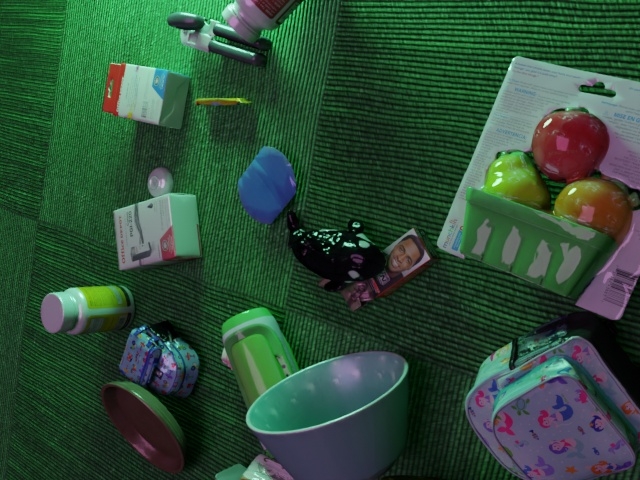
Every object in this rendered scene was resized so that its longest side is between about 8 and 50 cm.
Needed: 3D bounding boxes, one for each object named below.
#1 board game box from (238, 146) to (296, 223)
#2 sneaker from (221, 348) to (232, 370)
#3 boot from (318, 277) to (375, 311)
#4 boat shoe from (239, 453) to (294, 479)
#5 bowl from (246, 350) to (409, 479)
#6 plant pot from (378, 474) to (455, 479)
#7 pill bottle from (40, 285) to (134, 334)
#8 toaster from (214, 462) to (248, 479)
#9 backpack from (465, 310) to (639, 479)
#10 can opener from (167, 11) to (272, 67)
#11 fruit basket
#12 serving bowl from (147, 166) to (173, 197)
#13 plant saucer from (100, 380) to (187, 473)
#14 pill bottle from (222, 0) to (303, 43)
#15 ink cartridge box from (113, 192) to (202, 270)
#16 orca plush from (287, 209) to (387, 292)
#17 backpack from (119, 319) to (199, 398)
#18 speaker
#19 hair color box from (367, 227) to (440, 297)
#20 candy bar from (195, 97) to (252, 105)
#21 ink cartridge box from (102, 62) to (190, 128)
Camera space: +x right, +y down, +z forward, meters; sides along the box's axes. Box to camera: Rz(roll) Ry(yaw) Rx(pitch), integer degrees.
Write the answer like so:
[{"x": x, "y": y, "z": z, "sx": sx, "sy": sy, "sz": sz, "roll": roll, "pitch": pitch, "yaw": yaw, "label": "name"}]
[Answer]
[{"x": -0.108, "y": -0.119, "z": 1.549, "sx": 0.133, "sy": 0.033, "sz": 0.169, "roll": 53, "pitch": 124, "yaw": 19, "label": "board game box"}, {"x": -0.181, "y": 0.283, "z": 1.587, "sx": 0.070, "sy": 0.051, "sz": 0.134, "roll": -25, "pitch": 71, "yaw": 36, "label": "sneaker"}, {"x": 0.055, "y": 0.101, "z": 1.417, "sx": 0.118, "sy": 0.042, "sz": 0.087, "roll": -29, "pitch": 75, "yaw": 34, "label": "boot"}, {"x": -0.024, "y": 0.498, "z": 1.436, "sx": 0.277, "sy": 0.096, "sz": 0.098, "roll": 14, "pitch": 134, "yaw": 18, "label": "boat shoe"}, {"x": 0.037, "y": 0.342, "z": 1.297, "sx": 0.311, "sy": 0.311, "sz": 0.163, "roll": -14, "pitch": 100, "yaw": 36, "label": "bowl"}, {"x": 0.194, "y": 0.580, "z": 1.146, "sx": 0.366, "sy": 0.366, "sz": 0.353, "roll": 0, "pitch": 77, "yaw": 37, "label": "plant pot"}, {"x": -0.590, "y": 0.177, "z": 1.797, "sx": 0.119, "sy": 0.208, "sz": 0.119, "roll": -1, "pitch": 88, "yaw": 37, "label": "pill bottle"}, {"x": -0.161, "y": 0.606, "z": 1.530, "sx": 0.185, "sy": 0.110, "sz": 0.168, "roll": 21, "pitch": 103, "yaw": 35, "label": "toaster"}, {"x": 0.357, "y": 0.259, "z": 1.089, "sx": 0.253, "sy": 0.191, "sz": 0.225, "roll": -34, "pitch": 96, "yaw": 38, "label": "backpack"}, {"x": -0.241, "y": -0.463, "z": 1.612, "sx": 0.283, "sy": 0.095, "sz": 0.076, "roll": 26, "pitch": 105, "yaw": 35, "label": "can opener"}, {"x": 0.389, "y": -0.093, "z": 1.124, "sx": 0.327, "sy": 0.165, "sz": 0.353, "roll": 24, "pitch": 88, "yaw": 34, "label": "fruit basket"}, {"x": -0.408, "y": -0.145, "z": 1.777, "sx": 0.083, "sy": 0.027, "sz": 0.083, "roll": -1, "pitch": 89, "yaw": 36, "label": "serving bowl"}, {"x": -0.418, "y": 0.442, "z": 1.698, "sx": 0.277, "sy": 0.041, "sz": 0.278, "roll": 24, "pitch": 135, "yaw": 27, "label": "plant saucer"}, {"x": -0.101, "y": -0.520, "z": 1.471, "sx": 0.216, "sy": 0.121, "sz": 0.121, "roll": -42, "pitch": 65, "yaw": 17, "label": "pill bottle"}, {"x": -0.402, "y": -0.017, "z": 1.732, "sx": 0.217, "sy": 0.092, "sz": 0.159, "roll": -13, "pitch": 82, "yaw": 38, "label": "ink cartridge box"}, {"x": 0.000, "y": 0.000, "z": 1.392, "sx": 0.151, "sy": 0.102, "sz": 0.287, "roll": -56, "pitch": 42, "yaw": 6, "label": "orca plush"}, {"x": -0.379, "y": 0.299, "z": 1.696, "sx": 0.173, "sy": 0.117, "sz": 0.158, "roll": 36, "pitch": 111, "yaw": 29, "label": "backpack"}, {"x": -0.107, "y": 0.297, "z": 1.484, "sx": 0.131, "sy": 0.131, "sz": 0.297, "roll": -35, "pitch": 69, "yaw": 31, "label": "speaker"}, {"x": 0.150, "y": 0.044, "z": 1.343, "sx": 0.141, "sy": 0.043, "sz": 0.072, "roll": -39, "pitch": 65, "yaw": 29, "label": "hair color box"}, {"x": -0.227, "y": -0.321, "z": 1.635, "sx": 0.161, "sy": 0.040, "sz": 0.018, "roll": 8, "pitch": 104, "yaw": 38, "label": "candy bar"}, {"x": -0.441, "y": -0.365, "z": 1.773, "sx": 0.231, "sy": 0.078, "sz": 0.134, "roll": 18, "pitch": 99, "yaw": 36, "label": "ink cartridge box"}]
